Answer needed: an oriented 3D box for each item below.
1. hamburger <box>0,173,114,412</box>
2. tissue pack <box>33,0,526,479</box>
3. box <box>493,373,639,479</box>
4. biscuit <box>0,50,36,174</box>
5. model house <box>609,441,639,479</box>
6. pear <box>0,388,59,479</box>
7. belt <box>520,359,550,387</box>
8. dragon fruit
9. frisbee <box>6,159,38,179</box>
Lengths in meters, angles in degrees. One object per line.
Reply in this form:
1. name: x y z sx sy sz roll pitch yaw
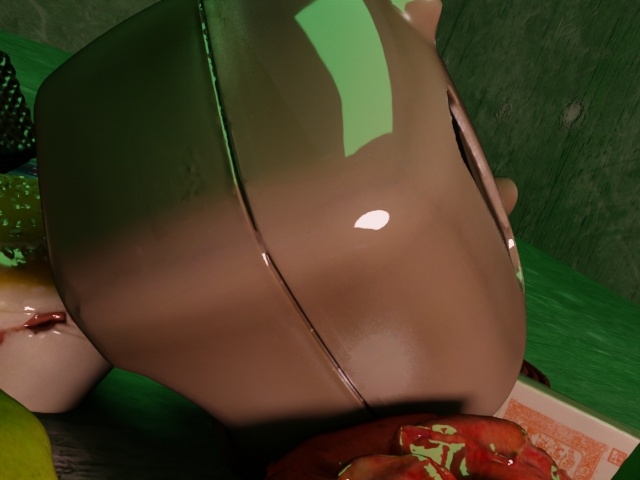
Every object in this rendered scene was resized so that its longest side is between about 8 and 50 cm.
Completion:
1. hamburger: -0.251 0.021 1.033 0.227 0.151 0.295 16 14 -21
2. tissue pack: 0.000 0.000 0.923 0.387 0.277 0.267 55 21 -52
3. box: 0.159 0.184 1.083 0.201 0.141 0.058 27 6 12
4. biscuit: -0.354 -0.102 1.098 0.070 0.106 0.252 -23 -6 32
5. model house: 0.137 0.234 0.385 0.323 0.300 0.340 29 12 -25
6. pear: -0.211 0.134 0.536 0.216 0.166 0.180 -7 31 -14
7. belt: 0.061 0.128 1.247 0.324 0.115 0.227 19 8 -28
8. dragon fruit: 0.110 0.209 0.818 0.317 0.152 0.205 18 13 -24
9. frisbee: -0.287 -0.018 1.414 0.289 0.049 0.289 24 13 -6
